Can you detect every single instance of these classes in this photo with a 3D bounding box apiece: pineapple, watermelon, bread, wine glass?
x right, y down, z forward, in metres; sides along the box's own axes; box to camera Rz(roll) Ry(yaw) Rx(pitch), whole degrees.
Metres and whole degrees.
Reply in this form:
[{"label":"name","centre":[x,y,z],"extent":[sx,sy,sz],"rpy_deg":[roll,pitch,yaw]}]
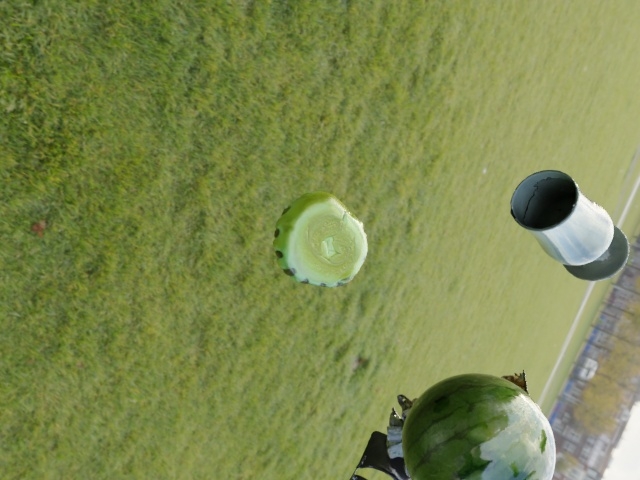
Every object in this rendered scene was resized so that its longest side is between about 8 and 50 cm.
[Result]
[{"label":"pineapple","centre":[0.268,0.381,1.064],"extent":[0.262,0.272,0.262],"rpy_deg":[-3,90,-77]},{"label":"watermelon","centre":[0.192,0.273,0.700],"extent":[0.215,0.188,0.188],"rpy_deg":[-35,152,8]},{"label":"bread","centre":[0.000,0.000,0.749],"extent":[0.139,0.071,0.129],"rpy_deg":[22,95,-26]},{"label":"wine glass","centre":[0.362,-0.018,0.778],"extent":[0.231,0.103,0.103],"rpy_deg":[26,90,-43]}]

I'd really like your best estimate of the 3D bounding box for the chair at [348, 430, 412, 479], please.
[{"label":"chair","centre":[0.114,0.553,1.168],"extent":[0.221,0.140,0.145],"rpy_deg":[-53,162,-38]}]
